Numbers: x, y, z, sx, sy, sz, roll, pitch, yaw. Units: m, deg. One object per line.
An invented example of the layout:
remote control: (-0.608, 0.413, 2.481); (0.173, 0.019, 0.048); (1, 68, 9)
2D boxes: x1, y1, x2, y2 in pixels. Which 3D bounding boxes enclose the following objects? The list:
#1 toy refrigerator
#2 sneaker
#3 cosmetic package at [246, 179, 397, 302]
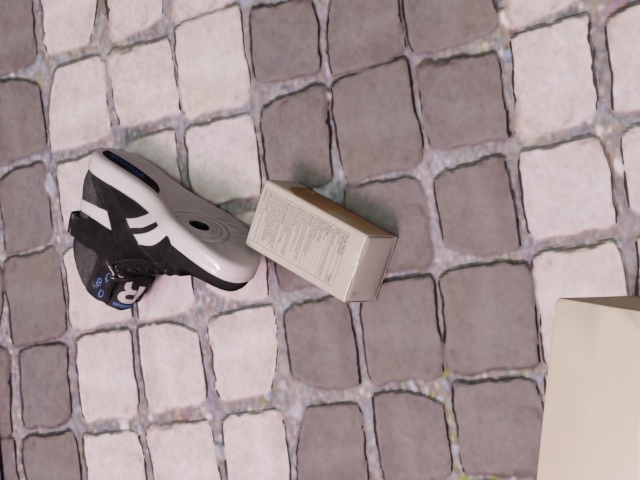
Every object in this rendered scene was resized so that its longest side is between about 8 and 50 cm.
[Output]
toy refrigerator: (0.205, 0.176, 1.299); (0.094, 0.102, 0.269); (8, 96, 39)
sneaker: (-0.135, 0.019, 1.604); (0.217, 0.079, 0.121); (38, 116, 42)
cosmetic package: (0.000, 0.000, 1.508); (0.115, 0.041, 0.060); (31, 109, 35)
